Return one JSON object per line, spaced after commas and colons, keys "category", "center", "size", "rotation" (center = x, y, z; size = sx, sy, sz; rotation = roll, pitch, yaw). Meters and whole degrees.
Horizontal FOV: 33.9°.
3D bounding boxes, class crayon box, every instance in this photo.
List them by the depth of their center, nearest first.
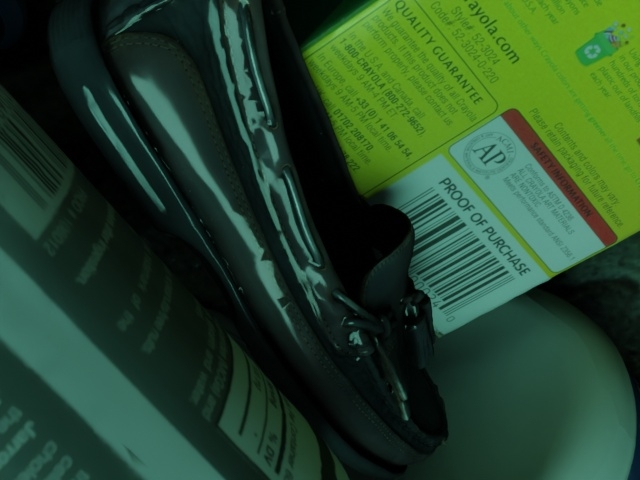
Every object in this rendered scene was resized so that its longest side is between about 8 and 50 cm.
{"category": "crayon box", "center": [0.134, -0.100, 0.519], "size": [0.319, 0.081, 0.202], "rotation": [-30, 124, 23]}

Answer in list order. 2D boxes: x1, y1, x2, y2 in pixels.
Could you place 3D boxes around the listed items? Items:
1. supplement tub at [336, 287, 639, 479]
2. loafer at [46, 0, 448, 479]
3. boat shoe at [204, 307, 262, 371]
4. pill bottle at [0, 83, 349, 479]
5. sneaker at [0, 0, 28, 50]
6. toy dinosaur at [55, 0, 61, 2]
{"category": "supplement tub", "center": [0.141, 0.202, 0.679], "size": [0.228, 0.228, 0.316], "rotation": [-27, 126, 20]}
{"category": "loafer", "center": [0.000, 0.000, 0.485], "size": [0.095, 0.109, 0.302], "rotation": [-26, 123, 15]}
{"category": "boat shoe", "center": [-0.031, 0.114, 0.707], "size": [0.066, 0.063, 0.184], "rotation": [-32, 123, 23]}
{"category": "pill bottle", "center": [-0.114, 0.107, 0.412], "size": [0.210, 0.210, 0.363], "rotation": [-30, 112, 22]}
{"category": "sneaker", "center": [-0.214, -0.125, 0.505], "size": [0.144, 0.059, 0.053], "rotation": [23, 124, -20]}
{"category": "toy dinosaur", "center": [-0.166, -0.173, 0.423], "size": [0.314, 0.121, 0.160], "rotation": [-9, 97, -11]}
